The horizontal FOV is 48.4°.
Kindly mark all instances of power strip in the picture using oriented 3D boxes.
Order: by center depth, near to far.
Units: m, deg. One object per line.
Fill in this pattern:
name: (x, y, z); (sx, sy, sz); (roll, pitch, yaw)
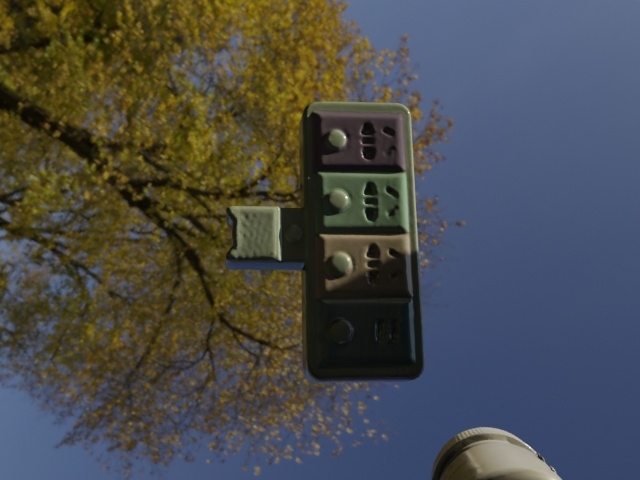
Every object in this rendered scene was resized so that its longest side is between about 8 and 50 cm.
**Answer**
power strip: (0.000, 0.000, 0.546); (0.061, 0.145, 0.215); (120, -30, -73)

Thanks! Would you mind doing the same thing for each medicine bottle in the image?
medicine bottle: (0.142, 0.212, 0.558); (0.105, 0.105, 0.168); (-53, 174, -1)
